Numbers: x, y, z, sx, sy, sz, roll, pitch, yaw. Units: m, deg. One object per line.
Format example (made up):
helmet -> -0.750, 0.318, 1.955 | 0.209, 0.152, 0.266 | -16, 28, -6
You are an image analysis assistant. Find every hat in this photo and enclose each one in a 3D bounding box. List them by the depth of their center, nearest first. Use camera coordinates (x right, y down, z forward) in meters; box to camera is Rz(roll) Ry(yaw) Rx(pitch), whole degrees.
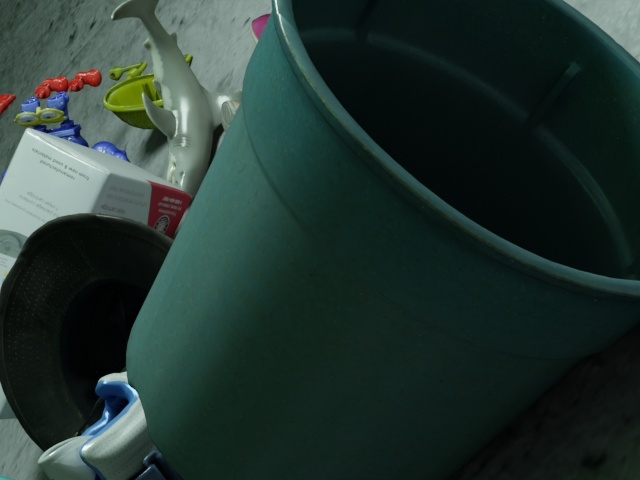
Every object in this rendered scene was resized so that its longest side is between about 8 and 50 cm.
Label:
hat -> -0.150, 0.111, 1.509 | 0.331, 0.331, 0.134 | -43, -10, 36

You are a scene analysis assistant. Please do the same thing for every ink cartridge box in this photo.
ink cartridge box -> -0.304, 0.045, 1.832 | 0.306, 0.131, 0.226 | -66, -20, 4

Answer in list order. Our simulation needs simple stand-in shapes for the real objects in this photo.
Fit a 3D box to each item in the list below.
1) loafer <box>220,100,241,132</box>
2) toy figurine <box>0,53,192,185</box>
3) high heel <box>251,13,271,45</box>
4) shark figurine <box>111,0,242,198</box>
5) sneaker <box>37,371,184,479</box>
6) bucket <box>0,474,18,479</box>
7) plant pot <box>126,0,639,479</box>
loafer -> -0.089, -0.145, 1.892 | 0.125, 0.039, 0.045 | -152, 58, -70
toy figurine -> -0.333, -0.117, 2.252 | 0.362, 0.217, 0.191 | -9, 21, 6
high heel -> -0.015, -0.230, 1.807 | 0.117, 0.082, 0.244 | -27, 17, 8
shark figurine -> -0.162, -0.197, 1.978 | 0.116, 0.278, 0.166 | -13, 5, 11
sneaker -> -0.140, 0.262, 1.261 | 0.130, 0.236, 0.323 | -31, 37, 49
bucket -> -0.248, 0.350, 1.399 | 0.281, 0.183, 0.281 | -39, 43, 49
plant pot -> 0.044, 0.015, 1.089 | 0.334, 0.341, 0.341 | -54, 23, 35
